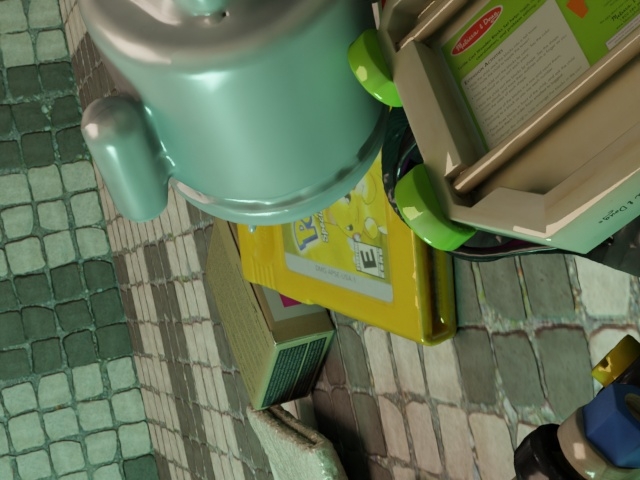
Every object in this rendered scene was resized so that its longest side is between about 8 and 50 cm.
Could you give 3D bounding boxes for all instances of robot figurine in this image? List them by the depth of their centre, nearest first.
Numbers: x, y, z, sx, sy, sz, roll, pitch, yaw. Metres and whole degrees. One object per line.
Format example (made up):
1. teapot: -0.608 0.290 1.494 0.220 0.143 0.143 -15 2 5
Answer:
1. robot figurine: -0.055 -0.144 0.901 0.199 0.300 0.353 39 163 28

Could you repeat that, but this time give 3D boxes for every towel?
1. towel: -0.017 0.317 1.584 0.187 0.049 0.282 67 163 -12

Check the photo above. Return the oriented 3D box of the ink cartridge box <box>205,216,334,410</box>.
1. ink cartridge box: -0.074 0.078 1.598 0.193 0.088 0.235 110 143 -55

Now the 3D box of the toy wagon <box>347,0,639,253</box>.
1. toy wagon: 0.130 -0.166 0.726 0.267 0.068 0.344 -41 50 32

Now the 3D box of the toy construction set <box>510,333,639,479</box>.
1. toy construction set: 0.224 0.193 0.685 0.237 0.257 0.309 -37 -36 -63

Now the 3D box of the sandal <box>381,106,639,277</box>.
1. sandal: 0.140 -0.052 0.809 0.445 0.107 0.168 11 112 62

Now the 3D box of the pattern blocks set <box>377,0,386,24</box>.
1. pattern blocks set: 0.107 -0.178 0.943 0.325 0.026 0.286 30 130 50

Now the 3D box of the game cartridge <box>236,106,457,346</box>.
1. game cartridge: 0.006 -0.063 1.217 0.323 0.052 0.286 15 116 50
